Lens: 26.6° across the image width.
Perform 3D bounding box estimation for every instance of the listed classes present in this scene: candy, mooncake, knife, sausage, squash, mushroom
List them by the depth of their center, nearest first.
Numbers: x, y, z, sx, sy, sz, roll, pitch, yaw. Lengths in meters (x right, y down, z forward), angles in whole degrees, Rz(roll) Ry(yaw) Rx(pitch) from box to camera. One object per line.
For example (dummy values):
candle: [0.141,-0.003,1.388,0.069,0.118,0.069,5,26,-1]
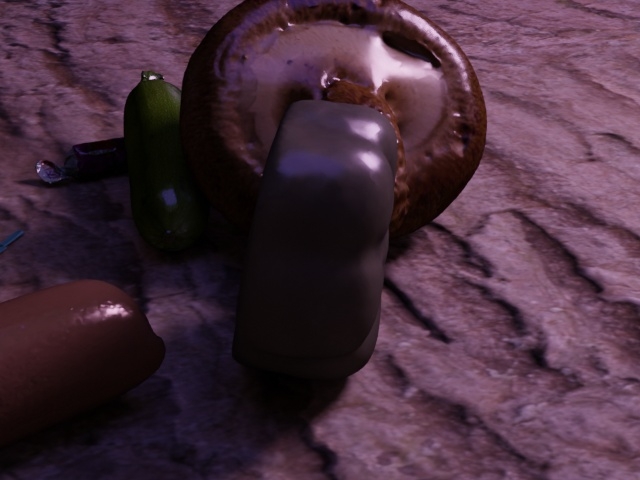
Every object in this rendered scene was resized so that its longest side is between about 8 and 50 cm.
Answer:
sausage: [-0.269,0.114,1.172,0.253,0.123,0.123,-19,32,-40]
mooncake: [0.000,0.000,1.262,0.135,0.275,0.275,9,26,1]
knife: [-0.359,0.009,1.517,0.014,0.005,0.091,9,27,19]
mushroom: [0.008,-0.137,1.532,0.345,0.239,0.345,20,51,-27]
squash: [-0.187,-0.106,1.628,0.101,0.101,0.378,-4,33,-11]
candy: [-0.273,-0.105,1.713,0.175,0.043,0.045,-13,39,-28]
